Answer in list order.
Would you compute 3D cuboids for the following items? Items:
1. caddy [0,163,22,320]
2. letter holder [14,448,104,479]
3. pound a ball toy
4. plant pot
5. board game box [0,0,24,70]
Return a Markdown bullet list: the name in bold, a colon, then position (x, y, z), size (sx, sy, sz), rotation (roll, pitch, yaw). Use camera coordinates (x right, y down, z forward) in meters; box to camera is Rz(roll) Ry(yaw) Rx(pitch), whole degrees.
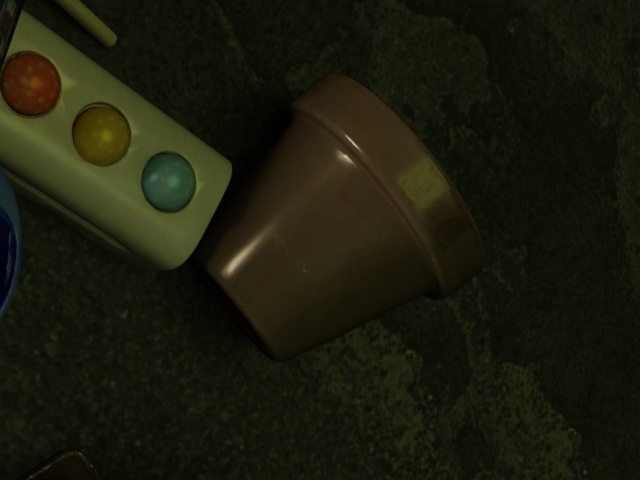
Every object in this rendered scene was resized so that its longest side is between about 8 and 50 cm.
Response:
- **caddy**: position (-0.403, 0.029, 0.974), size (0.341, 0.179, 0.241), rotation (-40, 111, -29)
- **letter holder**: position (-0.209, 0.371, 1.132), size (0.214, 0.152, 0.302), rotation (-32, 108, -34)
- **pound a ball toy**: position (-0.221, -0.140, 1.133), size (0.319, 0.135, 0.208), rotation (37, 69, -31)
- **plant pot**: position (0.000, 0.000, 1.244), size (0.229, 0.263, 0.263), rotation (-39, 113, -11)
- **board game box**: position (-0.323, -0.250, 1.038), size (0.165, 0.042, 0.243), rotation (11, 70, 3)
